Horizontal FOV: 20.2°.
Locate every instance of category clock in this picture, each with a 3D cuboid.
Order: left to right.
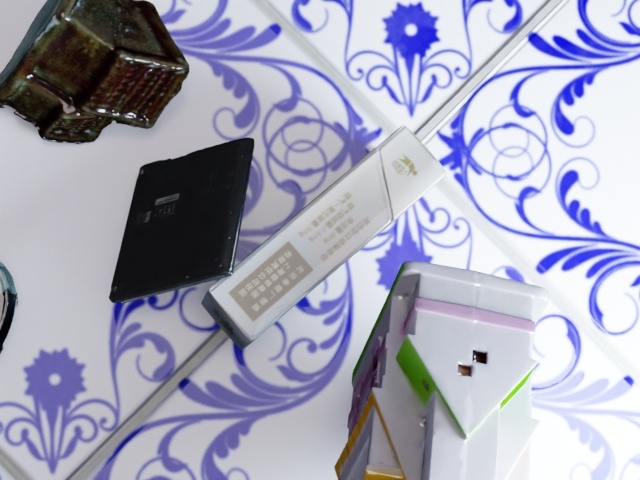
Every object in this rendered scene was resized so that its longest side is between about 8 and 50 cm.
[{"bbox_3d":[0.106,0.216,1.596,0.166,0.235,0.309,12,55,-6],"label":"clock"}]

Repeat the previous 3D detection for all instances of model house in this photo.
[{"bbox_3d":[-0.218,-0.165,1.745,0.152,0.106,0.165,35,116,-12],"label":"model house"}]

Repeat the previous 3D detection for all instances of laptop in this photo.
[{"bbox_3d":[-0.129,-0.020,1.691,0.129,0.016,0.180,-15,43,22],"label":"laptop"}]

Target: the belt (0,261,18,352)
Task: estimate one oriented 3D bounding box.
[{"bbox_3d":[-0.347,0.071,1.710,0.105,0.058,0.140,27,84,4],"label":"belt"}]

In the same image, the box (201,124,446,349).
[{"bbox_3d":[0.000,0.000,1.708,0.243,0.155,0.067,-40,91,-8],"label":"box"}]
